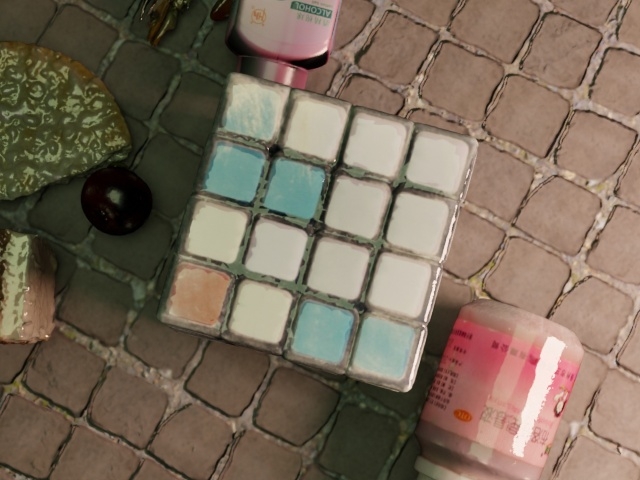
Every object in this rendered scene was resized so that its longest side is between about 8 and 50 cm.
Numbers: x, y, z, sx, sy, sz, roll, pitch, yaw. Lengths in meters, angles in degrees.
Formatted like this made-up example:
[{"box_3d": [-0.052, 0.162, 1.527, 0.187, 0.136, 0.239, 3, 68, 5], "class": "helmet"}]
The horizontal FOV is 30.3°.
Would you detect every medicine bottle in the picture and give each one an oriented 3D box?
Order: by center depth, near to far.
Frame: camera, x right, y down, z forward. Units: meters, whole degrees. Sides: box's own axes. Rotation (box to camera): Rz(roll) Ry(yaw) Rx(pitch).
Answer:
[{"box_3d": [0.176, 0.194, 1.244, 0.147, 0.147, 0.247, 20, 85, 3], "class": "medicine bottle"}, {"box_3d": [-0.041, -0.241, 1.305, 0.119, 0.094, 0.188, 12, 91, -9], "class": "medicine bottle"}]

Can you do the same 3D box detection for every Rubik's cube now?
[{"box_3d": [-0.001, 0.000, 1.210, 0.256, 0.253, 0.259, 14, 86, 2], "class": "Rubik's cube"}]

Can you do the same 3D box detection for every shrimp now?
[{"box_3d": [-0.119, -0.314, 1.352, 0.133, 0.053, 0.236, 34, 82, -18], "class": "shrimp"}]

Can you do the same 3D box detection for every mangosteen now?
[{"box_3d": [-0.223, -0.045, 1.308, 0.080, 0.081, 0.081, 0, 85, 1], "class": "mangosteen"}]

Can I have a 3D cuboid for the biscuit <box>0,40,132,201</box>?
[{"box_3d": [-0.342, -0.130, 1.336, 0.265, 0.040, 0.188, 18, 85, 4], "class": "biscuit"}]

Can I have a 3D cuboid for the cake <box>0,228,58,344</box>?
[{"box_3d": [-0.365, 0.046, 1.271, 0.147, 0.135, 0.135, -1, 82, 1], "class": "cake"}]
